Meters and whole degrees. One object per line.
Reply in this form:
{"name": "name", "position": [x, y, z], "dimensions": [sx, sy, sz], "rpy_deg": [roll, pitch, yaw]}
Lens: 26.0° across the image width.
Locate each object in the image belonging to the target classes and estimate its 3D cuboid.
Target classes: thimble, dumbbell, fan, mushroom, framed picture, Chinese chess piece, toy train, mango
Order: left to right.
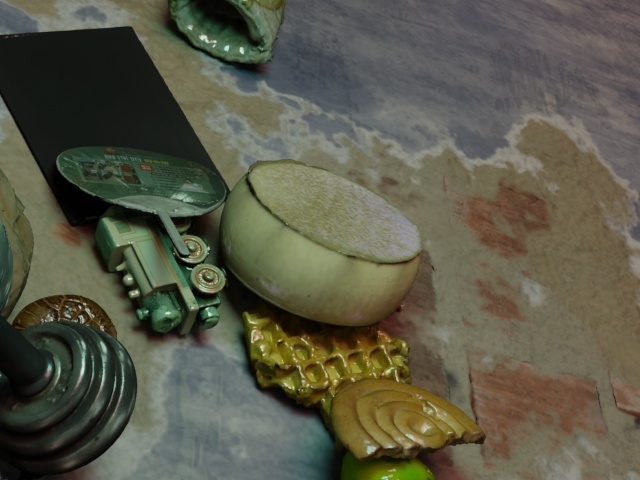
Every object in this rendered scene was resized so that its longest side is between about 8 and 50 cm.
{"name": "dumbbell", "position": [-0.326, 0.099, 1.387], "dimensions": [0.179, 0.406, 0.179], "rpy_deg": [-10, 57, 16]}
{"name": "mushroom", "position": [-0.297, 0.116, 1.606], "dimensions": [0.126, 0.085, 0.109], "rpy_deg": [-16, 62, -32]}
{"name": "framed picture", "position": [-0.301, -0.169, 1.920], "dimensions": [0.255, 0.014, 0.339], "rpy_deg": [-12, 58, -38]}
{"name": "fan", "position": [-0.240, -0.066, 1.770], "dimensions": [0.223, 0.012, 0.294], "rpy_deg": [18, 23, 2]}
{"name": "toy train", "position": [-0.201, 0.035, 1.749], "dimensions": [0.125, 0.081, 0.194], "rpy_deg": [-13, 58, -29]}
{"name": "thimble", "position": [-0.132, -0.365, 2.113], "dimensions": [0.190, 0.137, 0.143], "rpy_deg": [35, 41, -16]}
{"name": "Chinese chess piece", "position": [0.000, 0.000, 1.821], "dimensions": [0.270, 0.112, 0.270], "rpy_deg": [20, 24, -9]}
{"name": "mango", "position": [0.100, 0.336, 1.629], "dimensions": [0.125, 0.111, 0.233], "rpy_deg": [-10, 52, -29]}

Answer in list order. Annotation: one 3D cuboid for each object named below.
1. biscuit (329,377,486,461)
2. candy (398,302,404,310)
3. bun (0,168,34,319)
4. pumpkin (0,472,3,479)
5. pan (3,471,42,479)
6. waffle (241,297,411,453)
{"name": "biscuit", "position": [0.095, 0.212, 1.680], "dimensions": [0.224, 0.033, 0.144], "rpy_deg": [3, 30, -43]}
{"name": "candy", "position": [0.083, 0.092, 1.910], "dimensions": [0.083, 0.020, 0.030], "rpy_deg": [-4, 54, -37]}
{"name": "bun", "position": [-0.443, -0.005, 1.539], "dimensions": [0.281, 0.205, 0.281], "rpy_deg": [17, 47, -19]}
{"name": "pumpkin", "position": [-0.414, 0.263, 1.312], "dimensions": [0.233, 0.163, 0.233], "rpy_deg": [-8, 47, 9]}
{"name": "pan", "position": [-0.327, 0.276, 1.468], "dimensions": [0.136, 0.028, 0.235], "rpy_deg": [21, 36, 9]}
{"name": "waffle", "position": [0.010, 0.158, 1.779], "dimensions": [0.253, 0.056, 0.249], "rpy_deg": [22, 41, -15]}
